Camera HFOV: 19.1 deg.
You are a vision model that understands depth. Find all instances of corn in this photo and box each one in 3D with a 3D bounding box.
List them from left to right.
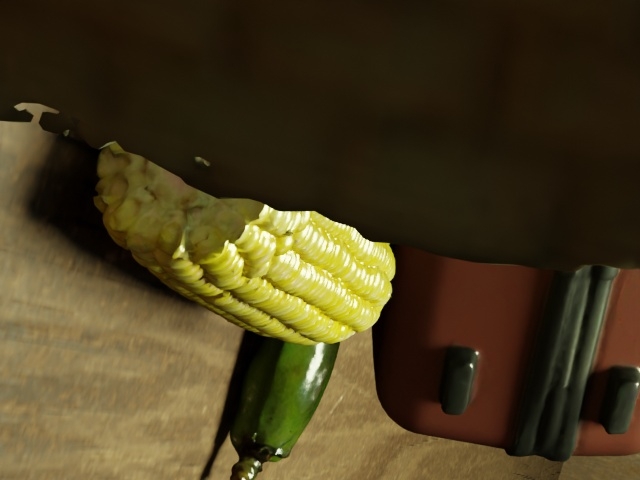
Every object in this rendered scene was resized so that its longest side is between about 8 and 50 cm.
[{"bbox_3d":[-0.022,-0.006,0.745,0.248,0.081,0.081,40,68,-74],"label":"corn"}]

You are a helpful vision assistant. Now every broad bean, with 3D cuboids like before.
[{"bbox_3d":[0.002,0.000,0.915,0.065,0.046,0.254,-10,118,-60],"label":"broad bean"}]

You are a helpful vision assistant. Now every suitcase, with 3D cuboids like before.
[{"bbox_3d":[0.118,-0.059,0.961,0.236,0.161,0.297,-87,-177,-55],"label":"suitcase"}]

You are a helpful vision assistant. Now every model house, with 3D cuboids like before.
[{"bbox_3d":[0.140,-0.261,0.450,0.445,0.395,0.400,-63,162,-48],"label":"model house"}]
